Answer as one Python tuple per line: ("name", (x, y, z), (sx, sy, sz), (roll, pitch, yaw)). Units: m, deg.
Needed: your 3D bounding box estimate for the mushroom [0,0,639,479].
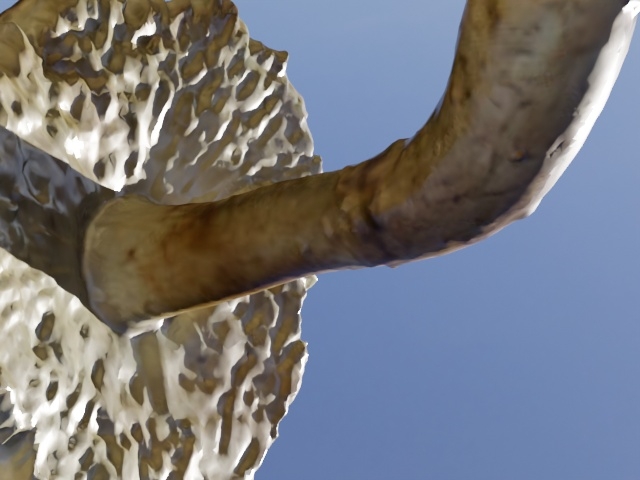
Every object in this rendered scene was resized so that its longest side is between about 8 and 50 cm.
("mushroom", (-0.034, 0.007, 0.512), (0.208, 0.233, 0.301), (-12, -177, -23))
